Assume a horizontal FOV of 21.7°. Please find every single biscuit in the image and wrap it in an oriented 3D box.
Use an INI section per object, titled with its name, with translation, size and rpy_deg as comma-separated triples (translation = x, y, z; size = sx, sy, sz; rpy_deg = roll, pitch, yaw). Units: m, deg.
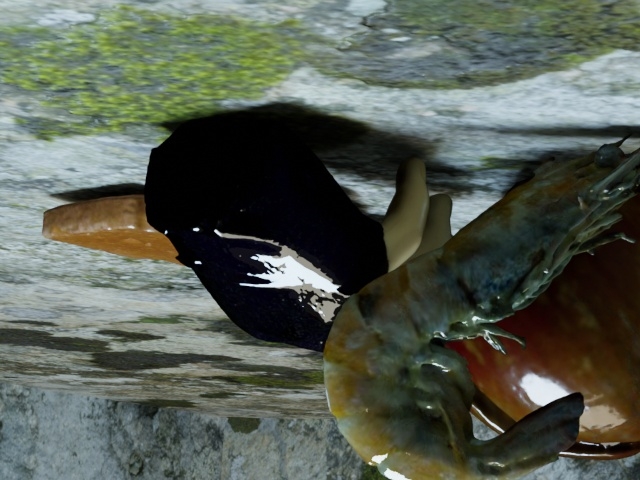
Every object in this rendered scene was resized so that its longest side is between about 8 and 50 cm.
[biscuit]
translation = -0.089, -0.008, 1.462
size = 0.306, 0.043, 0.284
rpy_deg = 6, 170, -5

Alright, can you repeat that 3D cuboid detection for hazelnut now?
[hazelnut]
translation = 0.197, 0.055, 1.248
size = 0.218, 0.218, 0.234
rpy_deg = 1, -164, 17

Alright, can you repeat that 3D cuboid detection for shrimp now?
[shrimp]
translation = 0.141, 0.052, 1.109
size = 0.296, 0.169, 0.058
rpy_deg = -36, 170, 2

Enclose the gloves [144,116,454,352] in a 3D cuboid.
[gloves]
translation = -0.005, 0.005, 1.235
size = 0.301, 0.152, 0.197
rpy_deg = 11, 176, -44
